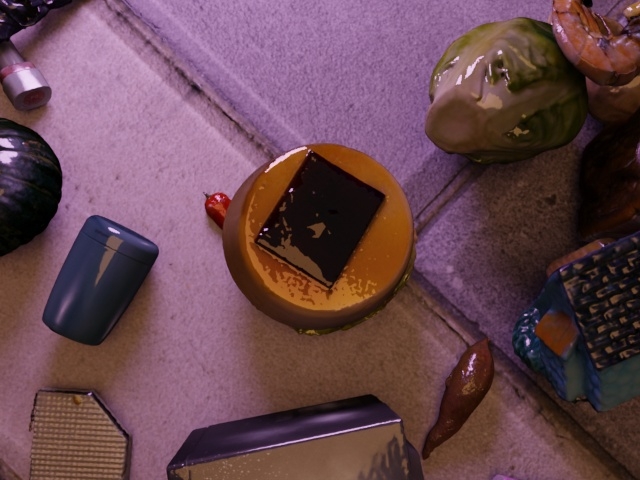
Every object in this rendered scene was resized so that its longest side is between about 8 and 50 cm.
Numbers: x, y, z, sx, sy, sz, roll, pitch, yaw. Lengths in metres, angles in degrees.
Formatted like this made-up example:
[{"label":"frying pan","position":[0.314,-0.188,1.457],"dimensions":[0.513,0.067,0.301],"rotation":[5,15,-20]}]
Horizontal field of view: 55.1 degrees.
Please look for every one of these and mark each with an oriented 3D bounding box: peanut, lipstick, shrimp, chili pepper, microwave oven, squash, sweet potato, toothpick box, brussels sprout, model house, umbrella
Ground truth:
[{"label":"peanut","position":[0.469,-0.285,1.013],"dimensions":[0.137,0.122,0.253],"rotation":[-33,83,-38]},{"label":"lipstick","position":[-0.515,-0.302,1.003],"dimensions":[0.063,0.057,0.186],"rotation":[-29,79,-33]},{"label":"shrimp","position":[0.433,-0.320,0.913],"dimensions":[0.289,0.075,0.178],"rotation":[-32,78,-25]},{"label":"chili pepper","position":[-0.131,-0.017,1.005],"dimensions":[0.045,0.027,0.178],"rotation":[-43,91,-7]},{"label":"microwave oven","position":[-0.003,0.470,0.857],"dimensions":[0.373,0.236,0.433],"rotation":[-10,85,-4]},{"label":"squash","position":[-0.497,-0.079,0.918],"dimensions":[0.218,0.172,0.218],"rotation":[1,82,-4]},{"label":"sweet potato","position":[0.223,0.253,0.979],"dimensions":[0.068,0.068,0.226],"rotation":[30,84,0]},{"label":"toothpick box","position":[-0.340,0.065,0.940],"dimensions":[0.120,0.120,0.184],"rotation":[27,86,0]},{"label":"brussels sprout","position":[0.277,-0.222,0.943],"dimensions":[0.271,0.210,0.220],"rotation":[-30,102,-36]},{"label":"model house","position":[0.409,0.064,0.876],"dimensions":[0.261,0.226,0.241],"rotation":[-23,123,-5]},{"label":"umbrella","position":[-0.451,-0.388,0.983],"dimensions":[0.224,0.071,0.080],"rotation":[-37,81,-24]}]

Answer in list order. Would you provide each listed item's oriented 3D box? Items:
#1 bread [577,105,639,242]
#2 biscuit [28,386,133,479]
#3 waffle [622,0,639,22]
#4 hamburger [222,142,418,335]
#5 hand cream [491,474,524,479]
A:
[{"label":"bread","position":[0.491,-0.099,0.954],"dimensions":[0.109,0.210,0.192],"rotation":[13,73,-11]},{"label":"biscuit","position":[-0.370,0.355,0.943],"dimensions":[0.150,0.052,0.253],"rotation":[3,86,-6]},{"label":"waffle","position":[0.688,-0.334,1.065],"dimensions":[0.328,0.062,0.330],"rotation":[0,83,-3]},{"label":"hamburger","position":[0.000,0.000,0.933],"dimensions":[0.299,0.176,0.301],"rotation":[1,81,-7]},{"label":"hand cream","position":[0.422,0.445,0.970],"dimensions":[0.312,0.070,0.111],"rotation":[15,81,-5]}]
